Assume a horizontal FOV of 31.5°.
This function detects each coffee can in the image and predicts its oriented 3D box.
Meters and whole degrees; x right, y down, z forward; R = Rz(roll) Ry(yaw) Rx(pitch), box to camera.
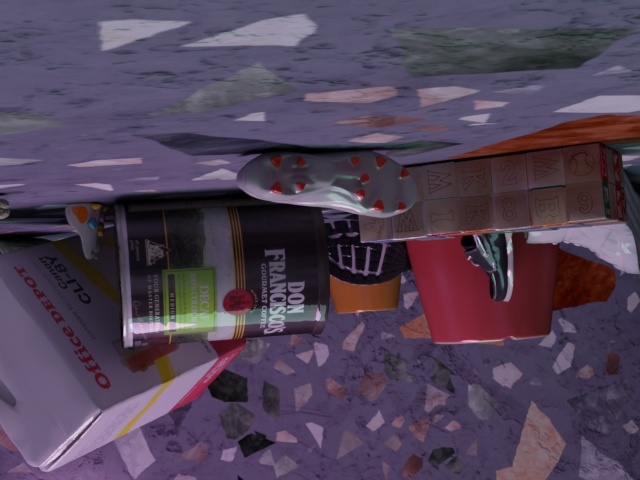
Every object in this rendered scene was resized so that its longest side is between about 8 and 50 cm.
[{"bbox_3d":[-0.141,0.040,1.569,0.276,0.201,0.201,-4,177,-11],"label":"coffee can"}]

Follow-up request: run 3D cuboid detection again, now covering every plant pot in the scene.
[{"bbox_3d":[0.088,0.053,2.347,0.205,0.187,0.205,-4,177,0],"label":"plant pot"},{"bbox_3d":[0.273,0.043,1.880,0.275,0.243,0.275,-4,177,0],"label":"plant pot"}]

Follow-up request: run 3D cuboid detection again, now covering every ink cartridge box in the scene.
[{"bbox_3d":[-0.330,0.141,1.695,0.160,0.279,0.385,-45,168,26],"label":"ink cartridge box"}]

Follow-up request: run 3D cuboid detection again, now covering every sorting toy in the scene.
[{"bbox_3d":[-0.313,-0.011,1.545,0.045,0.075,0.083,-4,178,3],"label":"sorting toy"}]

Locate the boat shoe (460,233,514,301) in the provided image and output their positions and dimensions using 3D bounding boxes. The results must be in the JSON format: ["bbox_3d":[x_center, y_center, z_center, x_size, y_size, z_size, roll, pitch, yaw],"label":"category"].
[{"bbox_3d":[0.248,0.003,1.684,0.079,0.084,0.233,-8,135,7],"label":"boat shoe"}]

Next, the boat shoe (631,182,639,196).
[{"bbox_3d":[0.524,-0.062,1.896,0.076,0.080,0.228,-30,161,17],"label":"boat shoe"}]

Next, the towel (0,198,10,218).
[{"bbox_3d":[-0.431,-0.035,1.293,0.110,0.027,0.148,-7,173,12],"label":"towel"}]

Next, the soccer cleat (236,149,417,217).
[{"bbox_3d":[0.008,-0.062,1.172,0.196,0.068,0.076,5,178,-29],"label":"soccer cleat"}]

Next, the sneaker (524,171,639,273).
[{"bbox_3d":[0.400,-0.027,1.740,0.169,0.108,0.292,-3,156,25],"label":"sneaker"}]

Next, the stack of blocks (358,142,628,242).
[{"bbox_3d":[0.212,-0.052,1.395,0.297,0.087,0.171,-6,177,23],"label":"stack of blocks"}]

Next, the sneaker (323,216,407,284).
[{"bbox_3d":[0.000,0.000,1.913,0.300,0.111,0.121,13,-170,4],"label":"sneaker"}]

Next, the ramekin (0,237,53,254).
[{"bbox_3d":[-0.569,0.136,2.021,0.304,0.303,0.148,-6,170,29],"label":"ramekin"}]

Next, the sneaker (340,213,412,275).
[{"bbox_3d":[0.170,0.004,2.125,0.341,0.125,0.140,-3,179,-8],"label":"sneaker"}]
